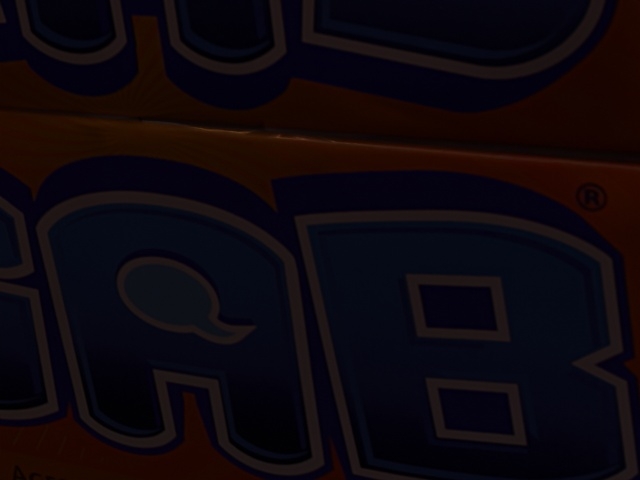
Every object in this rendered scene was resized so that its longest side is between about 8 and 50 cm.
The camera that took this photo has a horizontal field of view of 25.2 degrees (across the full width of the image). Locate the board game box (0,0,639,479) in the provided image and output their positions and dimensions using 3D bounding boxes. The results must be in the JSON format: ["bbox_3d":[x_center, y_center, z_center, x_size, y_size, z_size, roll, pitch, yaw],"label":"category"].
[{"bbox_3d":[0.023,-0.114,0.542,0.356,0.357,0.356,-48,-42,-52],"label":"board game box"}]
